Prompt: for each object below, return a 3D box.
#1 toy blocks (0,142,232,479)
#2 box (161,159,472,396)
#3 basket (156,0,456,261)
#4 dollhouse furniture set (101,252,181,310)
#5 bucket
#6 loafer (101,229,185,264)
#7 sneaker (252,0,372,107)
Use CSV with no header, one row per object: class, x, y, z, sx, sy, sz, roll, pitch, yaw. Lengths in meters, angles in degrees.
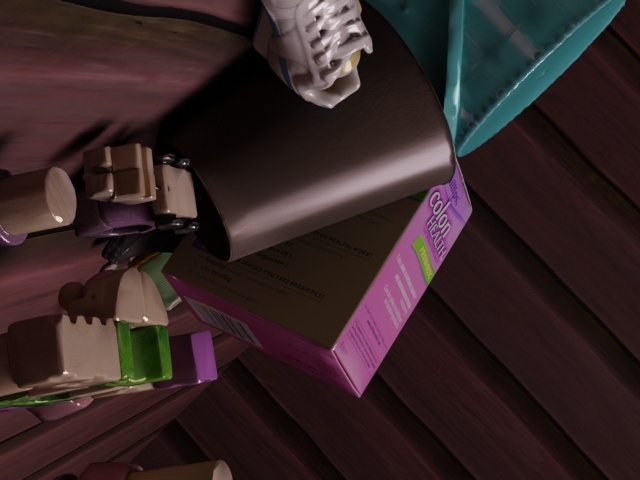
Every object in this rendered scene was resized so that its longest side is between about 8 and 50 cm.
toy blocks,-0.249,0.093,1.012,0.260,0.308,0.288,-11,171,19
box,0.000,0.000,1.350,0.243,0.214,0.117,-58,151,-18
basket,-0.021,-0.087,1.207,0.227,0.204,0.154,-31,179,-18
dollhouse furniture set,-0.196,0.048,1.444,0.152,0.076,0.058,-38,173,-33
bucket,0.164,-0.229,1.335,0.281,0.183,0.281,-42,172,-7
loafer,-0.154,-0.013,1.355,0.170,0.061,0.062,-36,172,-43
sneaker,0.000,-0.182,1.043,0.087,0.092,0.228,-41,169,-9
